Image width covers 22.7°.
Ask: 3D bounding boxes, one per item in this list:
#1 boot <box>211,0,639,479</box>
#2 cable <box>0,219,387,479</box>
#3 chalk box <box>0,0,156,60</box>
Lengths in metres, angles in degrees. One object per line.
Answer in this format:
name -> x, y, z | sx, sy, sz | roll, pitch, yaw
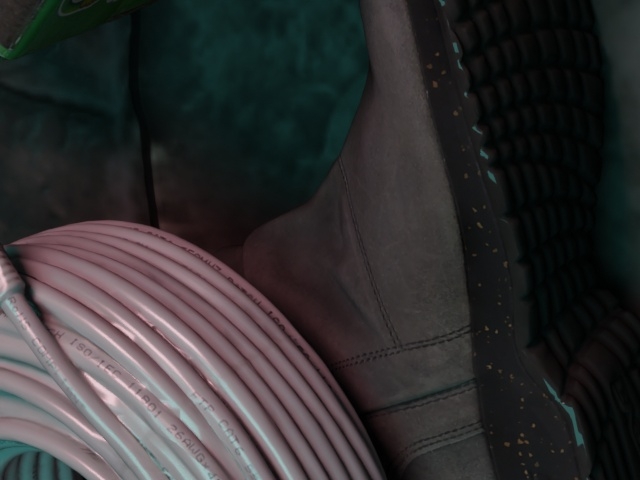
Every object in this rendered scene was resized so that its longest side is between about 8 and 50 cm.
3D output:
boot -> 0.000, 0.000, 0.632 | 0.223, 0.118, 0.338 | -8, 98, 34
cable -> -0.083, 0.119, 0.638 | 0.257, 0.089, 0.257 | 41, 132, 15
chalk box -> -0.085, -0.194, 0.559 | 0.180, 0.179, 0.289 | 46, 124, 3
